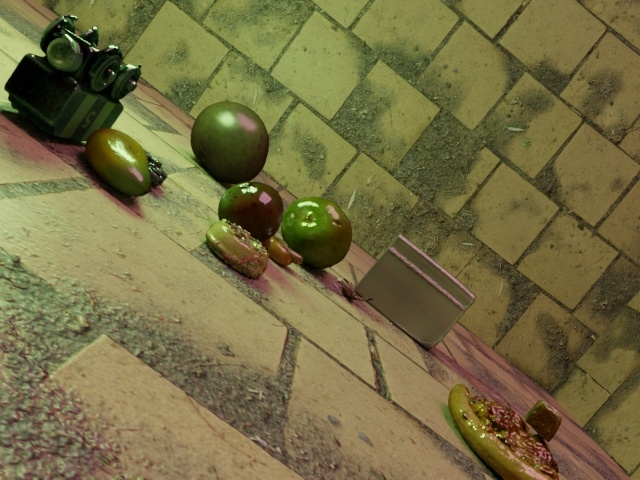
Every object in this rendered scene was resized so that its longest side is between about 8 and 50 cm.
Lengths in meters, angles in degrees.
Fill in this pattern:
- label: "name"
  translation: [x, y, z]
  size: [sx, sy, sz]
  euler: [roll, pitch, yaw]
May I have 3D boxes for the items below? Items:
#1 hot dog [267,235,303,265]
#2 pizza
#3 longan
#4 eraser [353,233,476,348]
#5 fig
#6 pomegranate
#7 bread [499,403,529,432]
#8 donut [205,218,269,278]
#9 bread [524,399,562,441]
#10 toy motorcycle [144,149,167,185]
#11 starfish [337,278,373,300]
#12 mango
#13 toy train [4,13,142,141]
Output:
- label: "hot dog"
  translation: [-0.116, 0.030, 1.650]
  size: [0.140, 0.060, 0.090]
  euler: [44, 13, 16]
- label: "pizza"
  translation: [0.448, 0.489, 1.368]
  size: [0.277, 0.114, 0.409]
  euler: [29, 12, -25]
- label: "longan"
  translation: [-0.344, -0.373, 2.205]
  size: [0.319, 0.319, 0.319]
  euler: [37, 7, -5]
- label: "eraser"
  translation: [0.343, 0.190, 2.090]
  size: [0.359, 0.272, 0.122]
  euler: [41, 5, 8]
- label: "fig"
  translation: [0.013, -0.018, 1.928]
  size: [0.233, 0.233, 0.314]
  euler: [43, 14, 35]
- label: "pomegranate"
  translation: [-0.181, -0.054, 1.529]
  size: [0.180, 0.180, 0.210]
  euler: [46, -28, 48]
- label: "bread"
  translation: [0.528, 0.519, 1.642]
  size: [0.106, 0.082, 0.125]
  euler: [40, 7, -40]
- label: "donut"
  translation: [-0.189, 0.014, 1.339]
  size: [0.174, 0.068, 0.174]
  euler: [36, 7, -5]
- label: "bread"
  translation: [0.555, 0.444, 1.417]
  size: [0.076, 0.070, 0.083]
  euler: [42, 10, 18]
- label: "toy motorcycle"
  translation: [-0.438, -0.191, 1.431]
  size: [0.124, 0.061, 0.193]
  euler: [42, 0, -16]
- label: "starfish"
  translation: [0.112, 0.181, 1.891]
  size: [0.130, 0.041, 0.133]
  euler: [28, 15, -9]
- label: "mango"
  translation: [-0.431, -0.170, 1.223]
  size: [0.137, 0.091, 0.237]
  euler: [27, 12, -32]
- label: "toy train"
  translation: [-0.523, -0.339, 1.233]
  size: [0.167, 0.238, 0.299]
  euler: [37, 5, 0]
